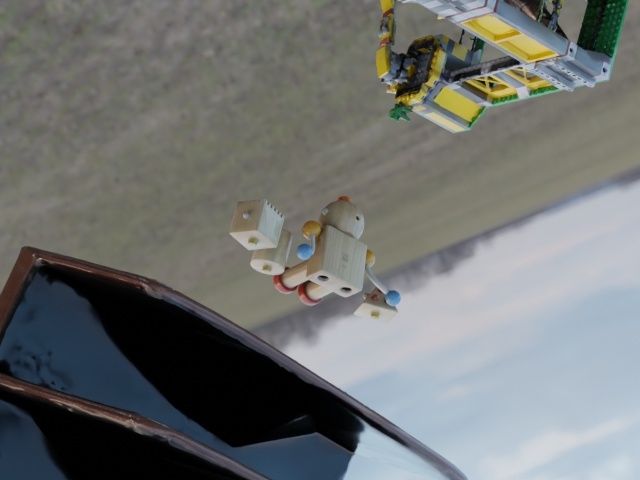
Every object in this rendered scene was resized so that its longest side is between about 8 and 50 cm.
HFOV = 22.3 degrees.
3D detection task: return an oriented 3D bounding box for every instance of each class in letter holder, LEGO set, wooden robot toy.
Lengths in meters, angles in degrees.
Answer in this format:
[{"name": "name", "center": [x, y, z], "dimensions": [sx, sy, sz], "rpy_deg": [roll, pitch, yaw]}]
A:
[{"name": "letter holder", "center": [-0.027, 0.145, 0.886], "dimensions": [0.214, 0.152, 0.302], "rpy_deg": [9, 161, 44]}, {"name": "LEGO set", "center": [0.123, -0.259, 1.295], "dimensions": [0.192, 0.331, 0.255], "rpy_deg": [25, 171, -30]}, {"name": "wooden robot toy", "center": [0.000, 0.000, 1.260], "dimensions": [0.173, 0.079, 0.076], "rpy_deg": [29, 150, -32]}]
